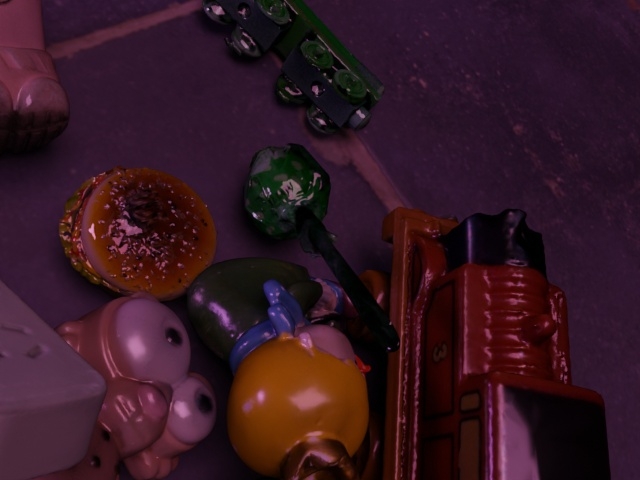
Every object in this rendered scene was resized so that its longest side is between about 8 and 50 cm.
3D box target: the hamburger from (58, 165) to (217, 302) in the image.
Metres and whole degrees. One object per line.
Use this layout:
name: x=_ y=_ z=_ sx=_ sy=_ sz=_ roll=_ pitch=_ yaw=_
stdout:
hamburger: x=-0.164 y=-0.006 z=0.652 sx=0.141 sy=0.081 sz=0.127 roll=29 pitch=60 yaw=-11

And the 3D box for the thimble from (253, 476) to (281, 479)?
thimble: x=-0.035 y=0.259 z=0.592 sx=0.135 sy=0.090 sz=0.119 roll=-5 pitch=69 yaw=-26

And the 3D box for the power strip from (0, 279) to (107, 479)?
power strip: x=-0.290 y=0.023 z=0.482 sx=0.385 sy=0.062 sz=0.091 roll=32 pitch=15 yaw=31

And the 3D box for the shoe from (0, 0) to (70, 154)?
shoe: x=-0.388 y=-0.182 z=0.572 sx=0.350 sy=0.171 sz=0.198 roll=3 pitch=77 yaw=-35

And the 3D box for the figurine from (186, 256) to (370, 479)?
figurine: x=-0.008 y=0.113 z=0.598 sx=0.185 sy=0.234 sz=0.127 roll=19 pitch=105 yaw=-41

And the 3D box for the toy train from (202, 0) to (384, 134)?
toy train: x=-0.025 y=-0.232 z=0.815 sx=0.251 sy=0.085 sz=0.119 roll=46 pitch=43 yaw=-4

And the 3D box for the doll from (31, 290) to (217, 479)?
doll: x=-0.165 y=0.152 z=0.518 sx=0.154 sy=0.119 sz=0.278 roll=55 pitch=26 yaw=-21

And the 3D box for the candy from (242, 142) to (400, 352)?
candy: x=-0.001 y=0.002 z=0.625 sx=0.097 sy=0.097 sz=0.323 roll=5 pitch=25 yaw=-22

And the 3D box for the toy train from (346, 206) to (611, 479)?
toy train: x=0.135 y=0.136 z=0.638 sx=0.163 sy=0.231 sz=0.369 roll=15 pitch=64 yaw=-21
